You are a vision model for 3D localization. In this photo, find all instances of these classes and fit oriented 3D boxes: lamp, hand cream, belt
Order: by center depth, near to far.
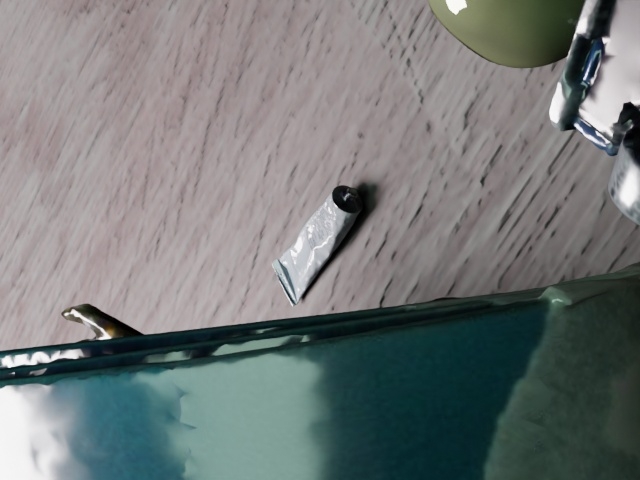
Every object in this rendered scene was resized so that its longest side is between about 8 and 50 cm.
[{"bbox_3d":[0.118,-0.153,0.856,0.163,0.091,0.091,-48,58,26],"label":"lamp"},{"bbox_3d":[-0.013,0.106,0.870,0.436,0.300,0.173,-5,92,42],"label":"belt"},{"bbox_3d":[0.000,0.000,1.068,0.030,0.019,0.093,62,143,22],"label":"hand cream"}]

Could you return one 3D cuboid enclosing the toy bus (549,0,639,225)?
[{"bbox_3d":[0.235,-0.031,0.647,0.287,0.175,0.138,45,133,37],"label":"toy bus"}]
